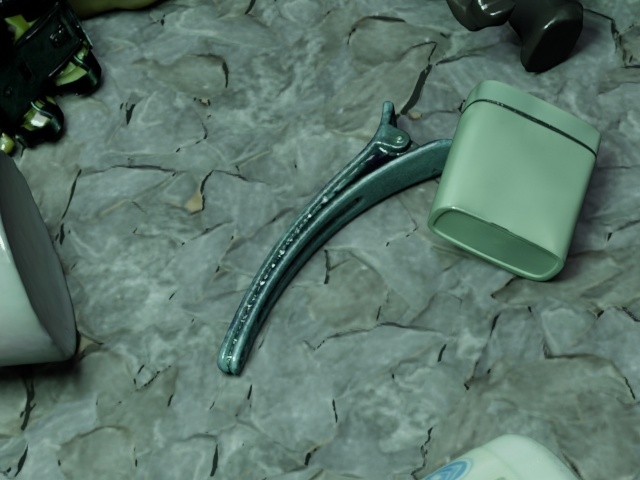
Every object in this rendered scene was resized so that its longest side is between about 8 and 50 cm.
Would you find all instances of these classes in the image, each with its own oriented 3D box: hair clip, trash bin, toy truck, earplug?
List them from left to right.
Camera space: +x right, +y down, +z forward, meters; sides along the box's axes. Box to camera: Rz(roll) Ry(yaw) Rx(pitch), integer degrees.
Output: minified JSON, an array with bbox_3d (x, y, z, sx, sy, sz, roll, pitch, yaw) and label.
[{"bbox_3d":[-0.360,0.059,1.176,0.301,0.172,0.172,-19,57,2],"label":"earplug"},{"bbox_3d":[-0.313,-0.118,1.302,0.127,0.127,0.257,13,59,32],"label":"toy truck"},{"bbox_3d":[0.000,0.000,1.241,0.083,0.048,0.275,35,72,22],"label":"hair clip"},{"bbox_3d":[0.157,-0.049,1.224,0.116,0.059,0.130,25,61,-6],"label":"trash bin"}]

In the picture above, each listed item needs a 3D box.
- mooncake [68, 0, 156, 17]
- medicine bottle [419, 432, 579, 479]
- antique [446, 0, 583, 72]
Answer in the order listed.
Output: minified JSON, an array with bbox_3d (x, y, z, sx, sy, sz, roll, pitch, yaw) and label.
[{"bbox_3d":[-0.228,-0.418,1.421,0.393,0.246,0.394,5,61,2],"label":"mooncake"},{"bbox_3d":[0.050,0.261,0.983,0.293,0.170,0.170,-29,59,-12],"label":"medicine bottle"},{"bbox_3d":[0.213,-0.317,1.345,0.322,0.185,0.255,-30,66,-14],"label":"antique"}]
